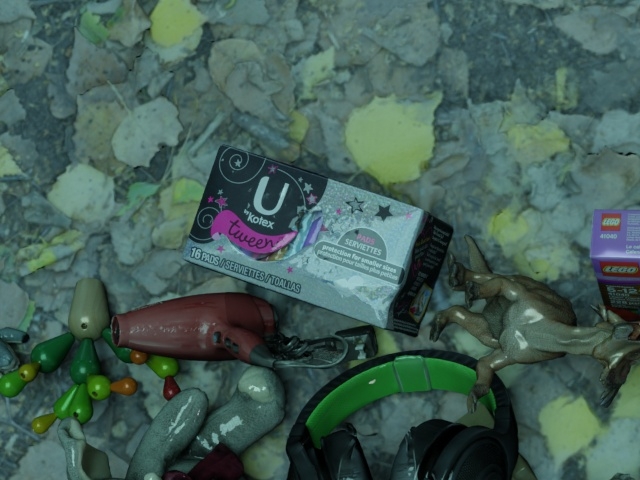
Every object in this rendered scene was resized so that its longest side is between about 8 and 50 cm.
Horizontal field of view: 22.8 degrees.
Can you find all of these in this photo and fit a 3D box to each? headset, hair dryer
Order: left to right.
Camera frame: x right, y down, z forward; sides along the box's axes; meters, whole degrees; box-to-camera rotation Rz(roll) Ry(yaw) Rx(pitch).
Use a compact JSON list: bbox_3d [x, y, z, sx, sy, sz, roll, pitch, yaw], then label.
[{"bbox_3d":[-0.091,0.097,1.751,0.293,0.223,0.080,0,88,16],"label":"hair dryer"},{"bbox_3d":[0.069,0.236,1.618,0.243,0.185,0.394,-7,36,16],"label":"headset"}]

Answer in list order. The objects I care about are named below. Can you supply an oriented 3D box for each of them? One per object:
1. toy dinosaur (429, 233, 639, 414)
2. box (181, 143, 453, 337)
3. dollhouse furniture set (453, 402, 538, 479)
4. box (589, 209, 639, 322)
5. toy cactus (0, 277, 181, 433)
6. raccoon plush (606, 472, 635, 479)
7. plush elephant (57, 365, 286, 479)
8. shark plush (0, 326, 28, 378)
[{"bbox_3d":[0.236,0.090,1.688,0.200,0.296,0.127,1,110,-13],"label":"toy dinosaur"},{"bbox_3d":[0.000,0.000,1.770,0.247,0.163,0.142,18,88,18],"label":"box"},{"bbox_3d":[0.180,0.297,1.746,0.144,0.123,0.151,-38,39,8],"label":"dollhouse furniture set"},{"bbox_3d":[0.431,0.033,1.617,0.293,0.201,0.057,1,68,17],"label":"box"},{"bbox_3d":[-0.268,0.135,1.877,0.219,0.112,0.180,-12,60,17],"label":"toy cactus"},{"bbox_3d":[0.282,0.430,1.564,0.216,0.446,0.299,25,60,19],"label":"raccoon plush"},{"bbox_3d":[-0.164,0.301,1.721,0.330,0.255,0.272,-21,81,14],"label":"plush elephant"},{"bbox_3d":[-0.426,0.112,1.928,0.161,0.067,0.073,37,93,18],"label":"shark plush"}]
